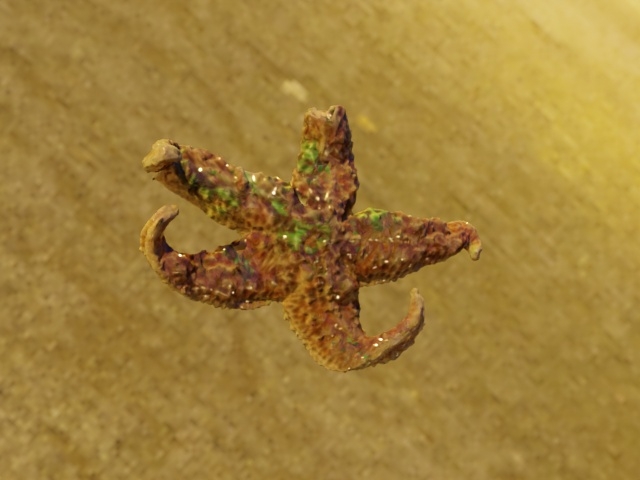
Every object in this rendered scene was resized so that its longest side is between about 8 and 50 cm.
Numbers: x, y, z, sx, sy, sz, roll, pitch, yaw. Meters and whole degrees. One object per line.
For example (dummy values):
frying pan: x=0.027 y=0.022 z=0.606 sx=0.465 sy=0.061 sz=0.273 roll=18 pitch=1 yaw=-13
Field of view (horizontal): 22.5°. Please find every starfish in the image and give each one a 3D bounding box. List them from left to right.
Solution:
starfish: x=-0.004 y=-0.002 z=0.895 sx=0.210 sy=0.150 sz=0.053 roll=0 pitch=13 yaw=-23
